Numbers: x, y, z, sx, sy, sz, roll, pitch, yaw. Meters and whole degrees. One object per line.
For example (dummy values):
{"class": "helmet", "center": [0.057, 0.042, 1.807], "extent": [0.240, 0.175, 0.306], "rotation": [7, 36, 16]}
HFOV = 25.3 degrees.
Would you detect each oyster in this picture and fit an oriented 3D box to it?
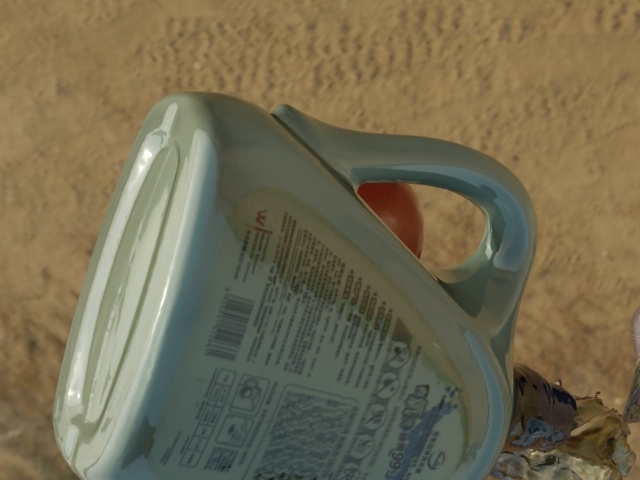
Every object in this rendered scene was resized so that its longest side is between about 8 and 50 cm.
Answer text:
{"class": "oyster", "center": [0.207, 0.192, 1.392], "extent": [0.361, 0.221, 0.096], "rotation": [13, 106, 59]}

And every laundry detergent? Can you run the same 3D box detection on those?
{"class": "laundry detergent", "center": [0.024, 0.049, 0.723], "extent": [0.280, 0.215, 0.105], "rotation": [14, -174, -30]}

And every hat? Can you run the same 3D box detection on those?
{"class": "hat", "center": [0.191, 0.062, 0.816], "extent": [0.042, 0.058, 0.087], "rotation": [42, 111, 37]}

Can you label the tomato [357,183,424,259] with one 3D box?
{"class": "tomato", "center": [0.000, 0.000, 1.300], "extent": [0.195, 0.195, 0.136], "rotation": [3, 107, 38]}
